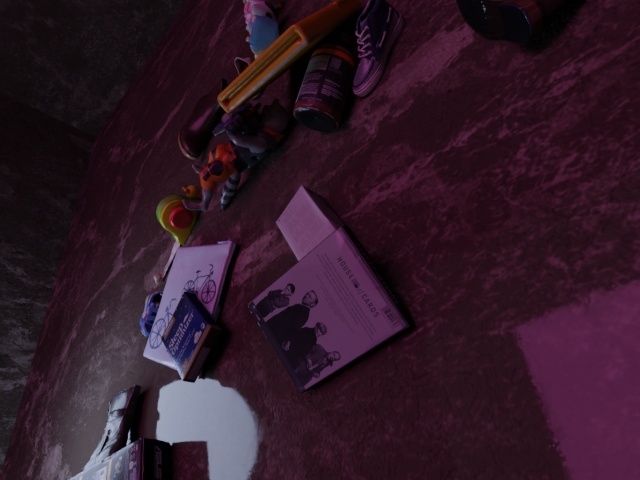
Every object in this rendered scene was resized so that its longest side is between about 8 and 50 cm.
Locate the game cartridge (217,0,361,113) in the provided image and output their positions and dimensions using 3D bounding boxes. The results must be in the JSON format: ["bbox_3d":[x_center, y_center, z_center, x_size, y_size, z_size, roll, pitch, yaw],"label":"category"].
[{"bbox_3d":[-0.067,-0.443,1.009,0.285,0.052,0.323,-23,25,41],"label":"game cartridge"}]

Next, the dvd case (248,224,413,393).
[{"bbox_3d":[0.004,0.116,0.692,0.239,0.030,0.179,-40,75,28],"label":"dvd case"}]

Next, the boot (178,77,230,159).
[{"bbox_3d":[-0.387,-0.413,1.457,0.207,0.090,0.248,-35,43,36],"label":"boot"}]

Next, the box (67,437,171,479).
[{"bbox_3d":[-0.446,0.664,0.881,0.318,0.097,0.394,-32,47,13],"label":"box"}]

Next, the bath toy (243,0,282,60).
[{"bbox_3d":[-0.169,-0.676,1.320,0.151,0.129,0.348,124,146,-43],"label":"bath toy"}]

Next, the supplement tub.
[{"bbox_3d":[0.017,-0.344,0.935,0.106,0.106,0.197,4,72,50],"label":"supplement tub"}]

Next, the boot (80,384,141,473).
[{"bbox_3d":[-0.569,0.538,1.174,0.263,0.091,0.229,-37,40,25],"label":"boot"}]

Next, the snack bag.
[{"bbox_3d":[-0.349,0.165,1.144,0.323,0.037,0.342,-5,67,48],"label":"snack bag"}]

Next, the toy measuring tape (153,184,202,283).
[{"bbox_3d":[-0.469,-0.028,1.326,0.121,0.121,0.330,36,99,52],"label":"toy measuring tape"}]

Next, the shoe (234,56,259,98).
[{"bbox_3d":[-0.228,-0.513,1.350,0.076,0.058,0.219,-46,41,23],"label":"shoe"}]

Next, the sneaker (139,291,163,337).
[{"bbox_3d":[-0.491,0.213,1.270,0.059,0.053,0.144,-30,50,34],"label":"sneaker"}]

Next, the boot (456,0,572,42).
[{"bbox_3d":[0.300,-0.373,0.666,0.106,0.082,0.219,-31,41,6],"label":"boot"}]

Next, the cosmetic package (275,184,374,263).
[{"bbox_3d":[0.000,0.000,0.802,0.099,0.060,0.239,-52,40,16],"label":"cosmetic package"}]

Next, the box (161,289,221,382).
[{"bbox_3d":[-0.317,0.214,1.026,0.225,0.037,0.136,30,94,52],"label":"box"}]

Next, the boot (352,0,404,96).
[{"bbox_3d":[0.096,-0.399,0.886,0.069,0.086,0.190,22,87,52],"label":"boot"}]

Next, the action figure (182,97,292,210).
[{"bbox_3d":[-0.207,-0.248,1.151,0.330,0.178,0.341,-37,20,22],"label":"action figure"}]
